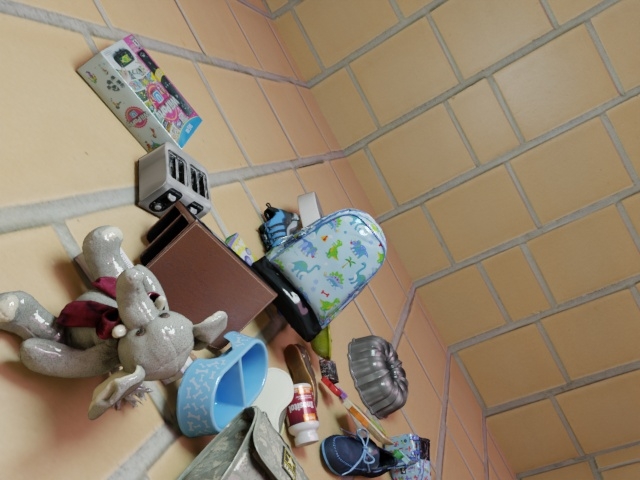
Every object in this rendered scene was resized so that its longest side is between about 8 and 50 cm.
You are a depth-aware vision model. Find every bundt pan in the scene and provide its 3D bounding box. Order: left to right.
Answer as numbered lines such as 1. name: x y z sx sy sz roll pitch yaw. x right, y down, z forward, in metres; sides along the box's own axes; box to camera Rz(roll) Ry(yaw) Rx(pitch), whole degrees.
1. bundt pan: 0.242 0.519 1.944 0.330 0.124 0.330 50 24 -33

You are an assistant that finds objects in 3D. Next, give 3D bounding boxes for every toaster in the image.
1. toaster: -0.381 -0.146 1.294 0.168 0.110 0.185 37 32 -51

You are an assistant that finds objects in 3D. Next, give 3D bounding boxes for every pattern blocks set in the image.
1. pattern blocks set: 0.146 0.572 1.557 0.325 0.026 0.285 37 -10 42

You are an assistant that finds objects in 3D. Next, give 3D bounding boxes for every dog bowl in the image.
1. dog bowl: -0.202 0.314 1.101 0.297 0.074 0.165 -37 125 -67

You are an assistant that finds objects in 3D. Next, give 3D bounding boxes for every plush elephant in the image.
1. plush elephant: -0.322 0.145 0.824 0.272 0.256 0.329 -41 111 -51

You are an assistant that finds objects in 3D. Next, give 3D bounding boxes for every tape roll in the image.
1. tape roll: 0.000 0.000 1.913 0.392 0.072 0.391 -17 90 -86

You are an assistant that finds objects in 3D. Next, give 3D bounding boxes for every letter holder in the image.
1. letter holder: -0.293 0.094 1.191 0.302 0.214 0.152 48 -7 -36

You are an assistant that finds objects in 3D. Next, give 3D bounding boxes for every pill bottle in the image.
1. pill bottle: -0.051 0.474 1.347 0.086 0.086 0.151 33 35 -53

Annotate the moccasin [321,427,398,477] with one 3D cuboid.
1. moccasin: 0.127 0.645 1.518 0.342 0.117 0.137 36 33 -50

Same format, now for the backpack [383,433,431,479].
1. backpack: 0.305 0.783 1.740 0.117 0.158 0.173 33 46 -39

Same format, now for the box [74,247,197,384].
1. box: -0.372 0.146 1.018 0.323 0.067 0.063 60 21 -10

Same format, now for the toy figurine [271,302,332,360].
1. toy figurine: -0.080 0.203 1.586 0.191 0.218 0.362 -172 -98 -68

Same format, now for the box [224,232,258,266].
1. box: -0.227 0.075 1.488 0.179 0.043 0.105 57 21 -21

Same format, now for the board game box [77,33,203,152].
1. board game box: -0.485 -0.394 1.376 0.303 0.098 0.224 53 23 -27

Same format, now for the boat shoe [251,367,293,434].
1. boat shoe: -0.137 0.428 1.196 0.109 0.091 0.305 18 24 -2

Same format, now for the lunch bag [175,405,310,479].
1. lunch bag: -0.133 0.488 0.932 0.235 0.169 0.287 58 40 -13

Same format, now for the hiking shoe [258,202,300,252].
1. hiking shoe: -0.160 0.004 1.691 0.132 0.113 0.304 24 38 -16

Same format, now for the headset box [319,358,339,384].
1. headset box: 0.028 0.435 1.664 0.062 0.032 0.083 39 32 -47

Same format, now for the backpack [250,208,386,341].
1. backpack: 0.024 0.067 1.419 0.290 0.356 0.273 53 -23 6

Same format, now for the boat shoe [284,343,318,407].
1. boat shoe: -0.045 0.404 1.469 0.073 0.073 0.206 29 39 -53
